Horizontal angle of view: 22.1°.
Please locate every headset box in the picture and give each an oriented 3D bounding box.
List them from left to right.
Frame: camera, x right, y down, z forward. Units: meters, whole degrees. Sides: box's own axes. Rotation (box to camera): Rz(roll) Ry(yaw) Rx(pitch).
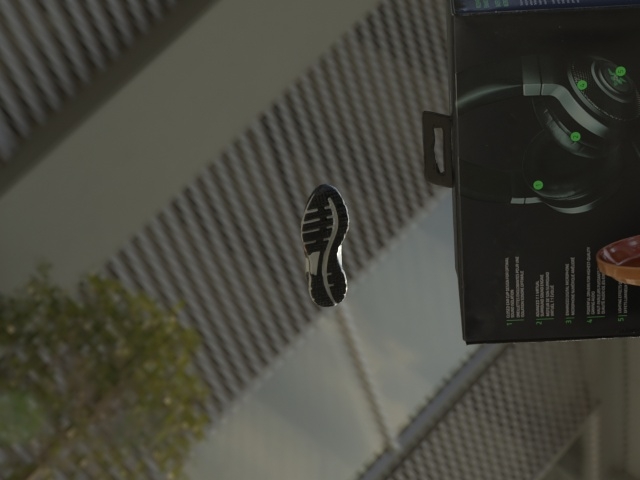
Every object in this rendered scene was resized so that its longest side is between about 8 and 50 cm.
[{"bbox_3d":[0.213,-0.065,1.143,0.131,0.283,0.246,-84,170,-66],"label":"headset box"}]

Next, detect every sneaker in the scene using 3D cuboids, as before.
[{"bbox_3d":[0.000,0.000,1.354,0.044,0.040,0.109,-111,-160,-59],"label":"sneaker"}]

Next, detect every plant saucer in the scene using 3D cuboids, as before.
[{"bbox_3d":[0.184,0.009,0.840,0.083,0.083,0.013,10,-68,58],"label":"plant saucer"}]
